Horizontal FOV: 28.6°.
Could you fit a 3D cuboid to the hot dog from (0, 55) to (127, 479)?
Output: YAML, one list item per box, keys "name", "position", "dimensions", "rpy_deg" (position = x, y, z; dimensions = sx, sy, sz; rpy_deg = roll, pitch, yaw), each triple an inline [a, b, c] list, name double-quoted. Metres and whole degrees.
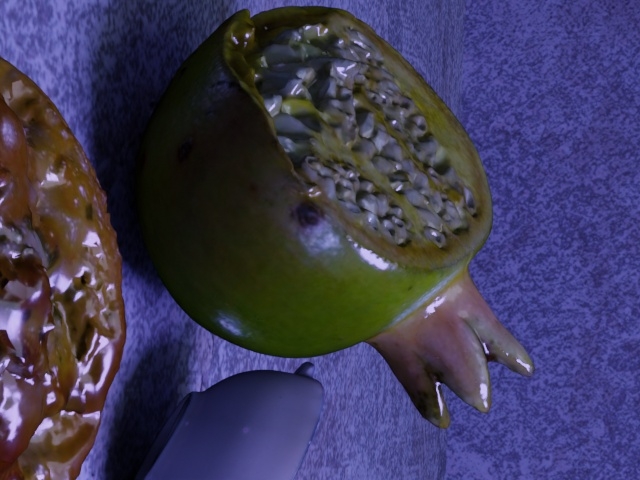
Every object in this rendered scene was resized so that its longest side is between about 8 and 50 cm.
- name: "hot dog"
  position: [-0.179, 0.024, 0.614]
  dimensions: [0.196, 0.122, 0.272]
  rpy_deg: [-10, 103, -73]

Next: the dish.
- name: "dish"
  position: [-0.094, 0.182, 0.964]
  dimensions: [0.228, 0.086, 0.236]
  rpy_deg: [-53, -172, 30]

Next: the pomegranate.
- name: "pomegranate"
  position: [0.000, 0.000, 0.983]
  dimensions: [0.358, 0.216, 0.310]
  rpy_deg: [57, 28, -3]
